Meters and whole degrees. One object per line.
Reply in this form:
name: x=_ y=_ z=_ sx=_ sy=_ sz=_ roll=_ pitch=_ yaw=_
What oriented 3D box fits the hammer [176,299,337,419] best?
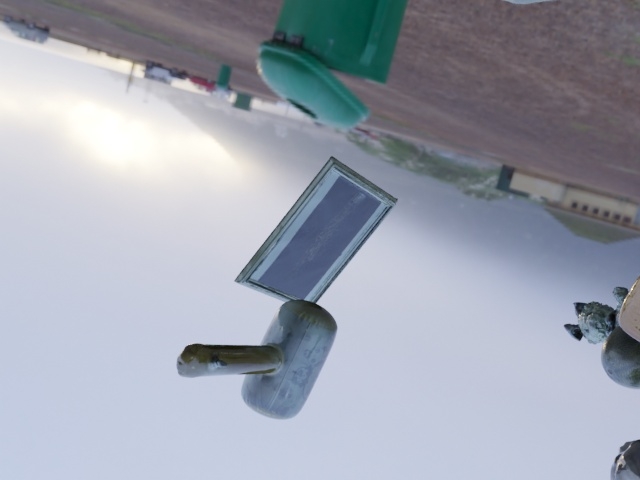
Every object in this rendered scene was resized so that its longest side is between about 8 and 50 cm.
hammer: x=-0.104 y=0.180 z=1.252 sx=0.113 sy=0.202 sz=0.305 roll=27 pitch=-173 yaw=34

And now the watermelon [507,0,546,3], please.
watermelon: x=0.228 y=-0.414 z=0.844 sx=0.331 sy=0.331 sz=0.189 roll=19 pitch=-166 yaw=27

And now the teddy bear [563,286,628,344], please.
teddy bear: x=0.561 y=0.153 z=1.518 sx=0.111 sy=0.133 sz=0.213 roll=6 pitch=177 yaw=-19

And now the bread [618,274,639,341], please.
bread: x=0.478 y=0.104 z=1.006 sx=0.200 sy=0.116 sz=0.077 roll=34 pitch=-136 yaw=23

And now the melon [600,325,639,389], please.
melon: x=0.471 y=0.161 z=1.194 sx=0.130 sy=0.098 sz=0.098 roll=-26 pitch=-163 yaw=-9

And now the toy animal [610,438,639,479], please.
toy animal: x=0.433 y=0.399 z=1.013 sx=0.266 sy=0.308 sz=0.188 roll=36 pitch=154 yaw=27

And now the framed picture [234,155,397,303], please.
framed picture: x=0.000 y=0.000 z=1.552 sx=0.231 sy=0.293 sz=0.018 roll=27 pitch=-165 yaw=-48
